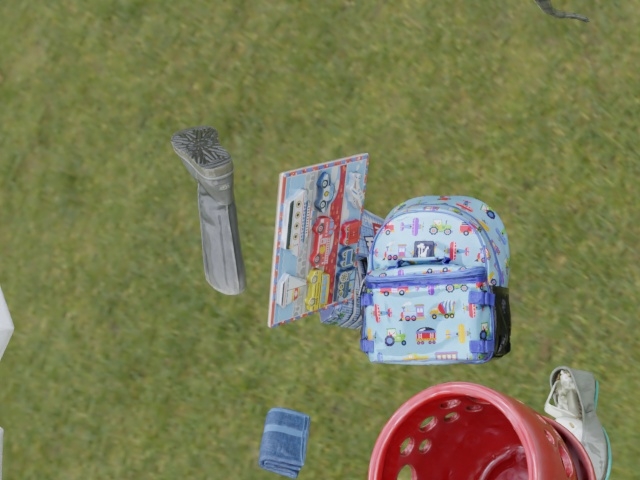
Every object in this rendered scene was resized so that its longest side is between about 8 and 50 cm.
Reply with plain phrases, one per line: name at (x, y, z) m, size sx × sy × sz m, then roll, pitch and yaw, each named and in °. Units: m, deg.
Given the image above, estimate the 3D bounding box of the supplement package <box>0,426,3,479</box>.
supplement package at (-0.501, 0.351, 1.560) m, size 0.178 × 0.175 × 0.292 m, roll 16°, pitch 109°, yaw 33°

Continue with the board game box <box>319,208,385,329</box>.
board game box at (0.074, 0.037, 1.962) m, size 0.060 × 0.194 × 0.194 m, roll -32°, pitch 58°, yaw 40°

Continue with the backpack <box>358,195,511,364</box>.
backpack at (0.118, 0.039, 1.359) m, size 0.158 × 0.117 × 0.173 m, roll 2°, pitch 90°, yaw 20°

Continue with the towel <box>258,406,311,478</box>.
towel at (-0.052, 0.289, 1.909) m, size 0.119 × 0.067 × 0.029 m, roll -80°, pitch 7°, yaw -56°

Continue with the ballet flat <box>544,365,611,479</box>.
ballet flat at (0.303, 0.225, 1.585) m, size 0.213 × 0.068 × 0.072 m, roll -77°, pitch 7°, yaw -62°

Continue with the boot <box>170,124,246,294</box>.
boot at (-0.158, -0.047, 1.932) m, size 0.076 × 0.208 × 0.189 m, roll -17°, pitch 32°, yaw -9°

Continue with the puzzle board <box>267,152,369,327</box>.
puzzle board at (0.000, 0.000, 1.028) m, size 0.011 × 0.096 × 0.128 m, roll 23°, pitch 117°, yaw 38°

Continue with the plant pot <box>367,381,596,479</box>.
plant pot at (0.168, 0.249, 1.313) m, size 0.191 × 0.174 × 0.191 m, roll -12°, pitch 67°, yaw 31°

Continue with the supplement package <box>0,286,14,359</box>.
supplement package at (-0.303, -0.004, 0.826) m, size 0.134 × 0.139 × 0.244 m, roll -55°, pitch 50°, yaw 45°

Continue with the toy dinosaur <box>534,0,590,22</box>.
toy dinosaur at (0.264, -0.357, 1.752) m, size 0.118 × 0.268 × 0.064 m, roll 38°, pitch 97°, yaw 32°
